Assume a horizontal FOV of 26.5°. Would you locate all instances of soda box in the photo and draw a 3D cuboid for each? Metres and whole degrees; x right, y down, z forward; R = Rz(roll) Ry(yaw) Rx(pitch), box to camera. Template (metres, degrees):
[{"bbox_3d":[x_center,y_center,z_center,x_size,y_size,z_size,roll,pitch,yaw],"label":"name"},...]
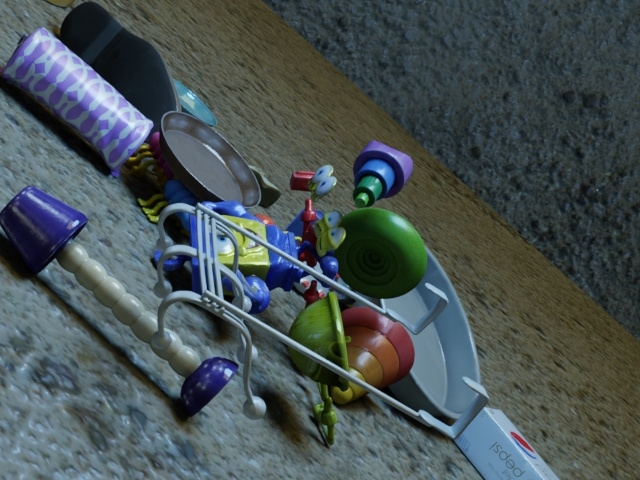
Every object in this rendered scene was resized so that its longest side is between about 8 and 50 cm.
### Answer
[{"bbox_3d":[0.284,0.336,1.904,0.216,0.069,0.074,51,15,25],"label":"soda box"}]

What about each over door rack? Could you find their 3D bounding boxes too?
[{"bbox_3d":[-0.016,0.090,1.345,0.324,0.108,0.239,20,20,-15],"label":"over door rack"}]

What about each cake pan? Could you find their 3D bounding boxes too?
[{"bbox_3d":[0.137,0.125,1.944,0.293,0.054,0.293,45,32,-39],"label":"cake pan"}]

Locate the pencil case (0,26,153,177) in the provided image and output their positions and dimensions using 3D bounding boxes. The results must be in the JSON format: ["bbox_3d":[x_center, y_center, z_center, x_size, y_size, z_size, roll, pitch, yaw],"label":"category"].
[{"bbox_3d":[-0.309,-0.177,1.710,0.206,0.088,0.086,41,11,-10],"label":"pencil case"}]

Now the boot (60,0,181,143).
[{"bbox_3d":[-0.266,-0.232,1.980,0.305,0.112,0.115,52,5,38],"label":"boot"}]

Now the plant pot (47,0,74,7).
[{"bbox_3d":[-0.422,-0.510,2.166,0.205,0.188,0.205,41,14,-12],"label":"plant pot"}]

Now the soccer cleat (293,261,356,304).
[{"bbox_3d":[0.013,0.061,1.990,0.076,0.068,0.196,16,-3,46],"label":"soccer cleat"}]

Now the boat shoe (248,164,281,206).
[{"bbox_3d":[-0.112,-0.093,2.110,0.045,0.050,0.135,48,4,31],"label":"boat shoe"}]

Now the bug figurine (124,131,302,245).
[{"bbox_3d":[-0.148,-0.055,1.836,0.216,0.072,0.279,52,16,31],"label":"bug figurine"}]

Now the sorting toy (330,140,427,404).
[{"bbox_3d":[0.051,0.063,1.664,0.127,0.365,0.126,14,34,16],"label":"sorting toy"}]

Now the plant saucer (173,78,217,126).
[{"bbox_3d":[-0.222,-0.223,2.233,0.119,0.021,0.119,41,13,-12],"label":"plant saucer"}]

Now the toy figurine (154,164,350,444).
[{"bbox_3d":[-0.092,0.061,1.616,0.217,0.191,0.362,5,41,-11],"label":"toy figurine"}]

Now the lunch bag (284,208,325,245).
[{"bbox_3d":[0.000,0.000,2.101,0.098,0.067,0.065,48,15,12],"label":"lunch bag"}]

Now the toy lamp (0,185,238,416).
[{"bbox_3d":[-0.204,0.056,1.342,0.274,0.080,0.080,45,13,-4],"label":"toy lamp"}]

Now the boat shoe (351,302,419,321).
[{"bbox_3d":[0.101,0.143,2.025,0.206,0.075,0.065,31,61,-58],"label":"boat shoe"}]

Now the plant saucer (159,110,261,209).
[{"bbox_3d":[-0.149,-0.098,1.766,0.168,0.029,0.168,37,23,-19],"label":"plant saucer"}]

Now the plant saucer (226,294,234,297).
[{"bbox_3d":[-0.128,0.046,1.712,0.083,0.015,0.083,40,14,-12],"label":"plant saucer"}]
